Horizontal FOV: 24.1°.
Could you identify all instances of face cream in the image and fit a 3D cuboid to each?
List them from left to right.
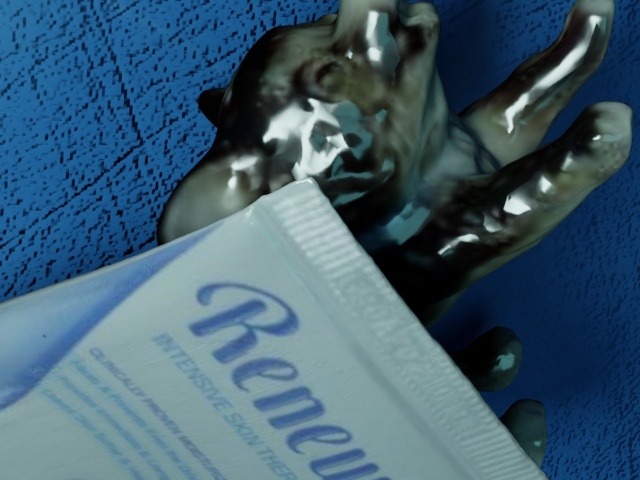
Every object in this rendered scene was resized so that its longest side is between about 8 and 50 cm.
[{"bbox_3d":[-0.110,0.107,0.838,0.420,0.137,0.235,-19,123,31],"label":"face cream"}]

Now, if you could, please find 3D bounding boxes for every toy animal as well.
[{"bbox_3d":[0.000,0.000,0.878,0.303,0.194,0.344,5,125,-3],"label":"toy animal"}]
